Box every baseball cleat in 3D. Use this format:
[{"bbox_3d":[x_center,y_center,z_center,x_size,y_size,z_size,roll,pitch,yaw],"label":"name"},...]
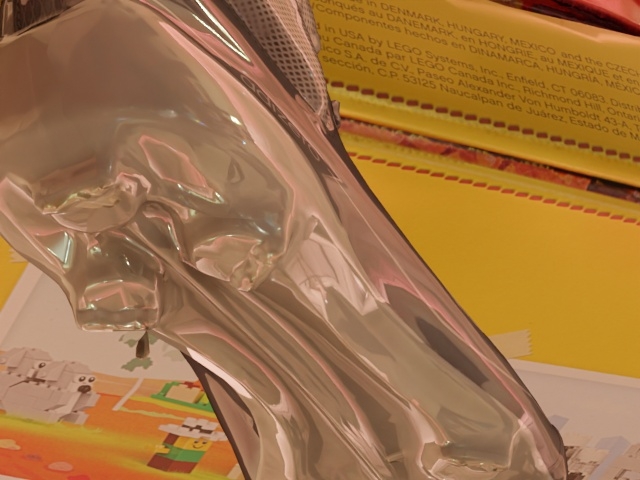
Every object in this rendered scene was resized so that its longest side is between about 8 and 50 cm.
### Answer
[{"bbox_3d":[0.000,0.000,0.411,0.072,0.206,0.109,-14,-127,16],"label":"baseball cleat"}]

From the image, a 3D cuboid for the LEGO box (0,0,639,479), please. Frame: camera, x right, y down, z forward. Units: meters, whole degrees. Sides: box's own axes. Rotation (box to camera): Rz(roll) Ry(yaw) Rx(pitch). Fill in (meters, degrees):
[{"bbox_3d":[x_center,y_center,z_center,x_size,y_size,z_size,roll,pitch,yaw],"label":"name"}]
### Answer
[{"bbox_3d":[-0.015,0.025,0.736,0.500,0.372,0.193,13,-135,-23],"label":"LEGO box"}]
